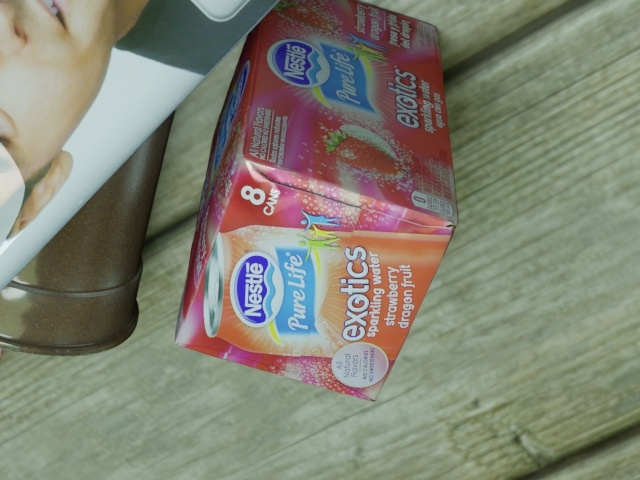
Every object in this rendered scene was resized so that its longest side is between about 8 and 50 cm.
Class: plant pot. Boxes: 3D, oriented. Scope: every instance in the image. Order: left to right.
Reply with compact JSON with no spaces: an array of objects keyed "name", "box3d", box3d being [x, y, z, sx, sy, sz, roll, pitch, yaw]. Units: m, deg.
[{"name":"plant pot","box3d":[-0.176,-0.037,0.929,0.167,0.167,0.165,19,114,-7]}]

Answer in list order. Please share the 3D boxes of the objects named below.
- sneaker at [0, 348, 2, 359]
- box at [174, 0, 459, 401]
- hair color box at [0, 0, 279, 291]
[{"name":"sneaker","box3d":[-0.302,0.122,1.068,0.145,0.090,0.270,-6,118,11]},{"name":"box","box3d":[-0.001,-0.041,0.849,0.122,0.257,0.128,17,121,-9]},{"name":"hair color box","box3d":[-0.151,-0.132,0.781,0.185,0.113,0.374,44,86,-11]}]
